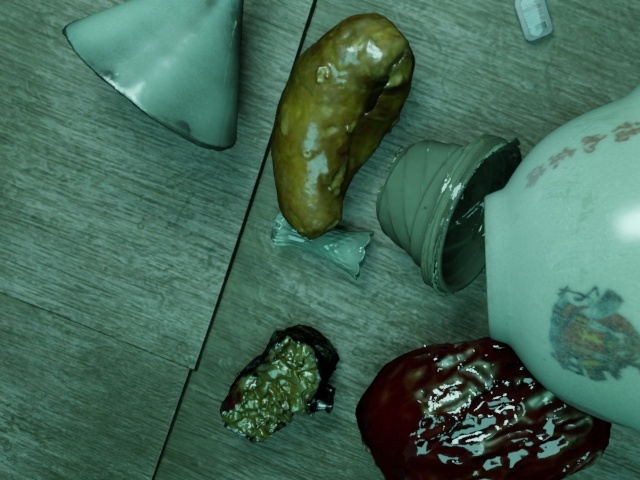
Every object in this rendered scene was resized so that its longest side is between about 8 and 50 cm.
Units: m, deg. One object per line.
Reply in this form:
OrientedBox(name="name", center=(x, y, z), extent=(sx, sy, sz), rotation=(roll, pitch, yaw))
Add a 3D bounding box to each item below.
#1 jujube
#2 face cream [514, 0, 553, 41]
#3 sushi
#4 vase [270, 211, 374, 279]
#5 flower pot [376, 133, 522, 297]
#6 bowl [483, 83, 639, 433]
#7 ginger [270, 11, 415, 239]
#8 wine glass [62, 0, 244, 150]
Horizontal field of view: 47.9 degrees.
OrientedBox(name="jujube", center=(0.237, 0.270, 1.078), extent=(0.376, 0.258, 0.258), rotation=(-18, 106, 19))
OrientedBox(name="face cream", center=(0.285, -0.315, 0.975), extent=(0.040, 0.021, 0.083), rotation=(-19, 106, 15))
OrientedBox(name="sushi", center=(-0.063, 0.246, 1.183), extent=(0.212, 0.115, 0.147), rotation=(-42, 98, 19))
OrientedBox(name="vase", center=(0.000, 0.000, 1.107), extent=(0.148, 0.081, 0.081), rotation=(19, 111, 7))
OrientedBox(name="flower pot", center=(0.168, -0.051, 1.002), extent=(0.140, 0.235, 0.235), rotation=(27, 114, 28))
OrientedBox(name="bowl", center=(0.301, 0.030, 0.878), extent=(0.196, 0.435, 0.435), rotation=(-2, 109, 12))
OrientedBox(name="ginger", center=(0.019, -0.165, 1.009), extent=(0.165, 0.172, 0.321), rotation=(3, 123, -32))
OrientedBox(name="wine glass", center=(-0.101, -0.349, 0.917), extent=(0.267, 0.267, 0.406), rotation=(39, 105, -6))
